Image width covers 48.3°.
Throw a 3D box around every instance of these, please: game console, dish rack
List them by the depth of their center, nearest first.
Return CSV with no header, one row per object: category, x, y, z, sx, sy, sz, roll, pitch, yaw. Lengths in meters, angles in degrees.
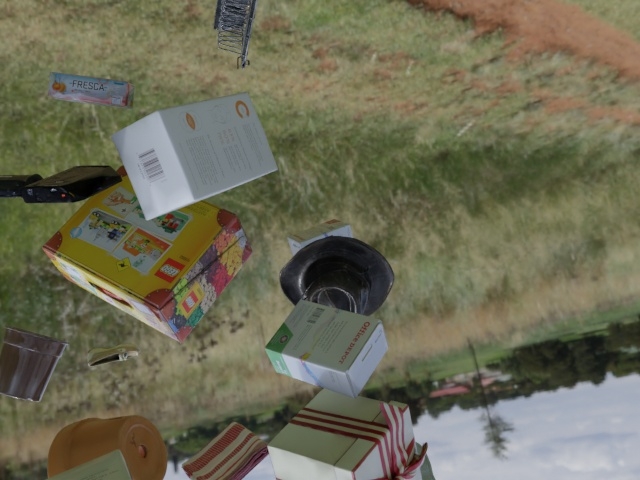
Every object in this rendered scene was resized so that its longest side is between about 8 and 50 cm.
dish rack,-0.158,-0.463,1.378,0.074,0.272,0.208,6,127,-13
game console,-0.649,-0.127,1.610,0.360,0.044,0.213,1,-162,13

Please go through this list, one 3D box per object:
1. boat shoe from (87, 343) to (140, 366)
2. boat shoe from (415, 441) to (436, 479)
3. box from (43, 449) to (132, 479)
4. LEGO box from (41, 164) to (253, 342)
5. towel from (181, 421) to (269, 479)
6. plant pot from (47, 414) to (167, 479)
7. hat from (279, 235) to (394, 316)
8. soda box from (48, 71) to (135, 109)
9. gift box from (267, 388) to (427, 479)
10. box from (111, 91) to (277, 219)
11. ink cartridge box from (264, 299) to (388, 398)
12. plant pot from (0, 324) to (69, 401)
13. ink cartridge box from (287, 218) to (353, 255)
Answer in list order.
boat shoe,-0.615,0.345,2.131,0.152,0.048,0.056,-3,139,-18
boat shoe,0.274,0.703,1.957,0.114,0.303,0.091,8,131,-14
box,-0.284,0.375,0.825,0.181,0.181,0.119,-20,-159,-21
LEGO box,-0.523,0.027,2.181,0.499,0.373,0.193,23,152,27
towel,-0.304,0.686,2.254,0.237,0.037,0.329,-38,-164,-20
plant pot,-0.553,0.601,1.925,0.203,0.291,0.291,-25,164,18
hat,0.054,0.148,1.906,0.330,0.134,0.332,-4,133,-4
soda box,-0.526,-0.345,1.647,0.183,0.058,0.063,8,-177,1
gift box,0.061,0.468,1.490,0.258,0.277,0.255,5,-148,35
box,-0.291,-0.211,1.719,0.168,0.215,0.345,-18,-173,34
ink cartridge box,0.015,0.227,1.525,0.212,0.093,0.154,9,-134,34
plant pot,-0.757,0.320,1.841,0.166,0.165,0.167,14,167,3
ink cartridge box,0.000,0.000,2.256,0.175,0.073,0.127,-21,-163,-17
